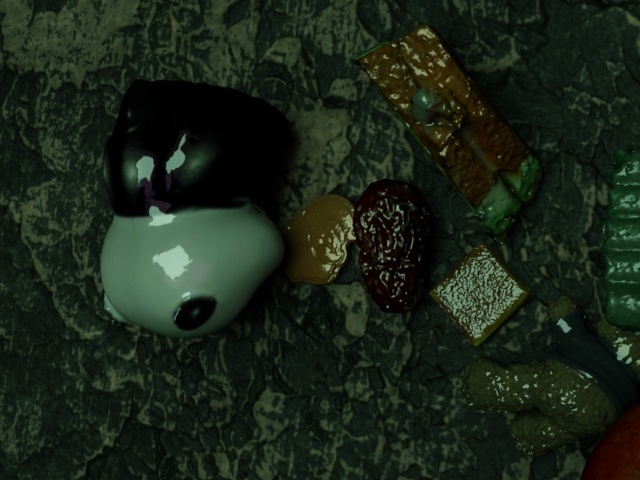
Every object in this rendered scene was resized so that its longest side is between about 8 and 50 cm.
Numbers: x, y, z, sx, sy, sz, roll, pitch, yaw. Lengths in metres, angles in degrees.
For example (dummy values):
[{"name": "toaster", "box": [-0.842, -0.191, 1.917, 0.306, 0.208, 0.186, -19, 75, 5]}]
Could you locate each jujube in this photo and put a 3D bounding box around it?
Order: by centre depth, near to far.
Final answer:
[{"name": "jujube", "box": [0.087, 0.006, 1.571, 0.104, 0.104, 0.165, 8, 98, 27]}]

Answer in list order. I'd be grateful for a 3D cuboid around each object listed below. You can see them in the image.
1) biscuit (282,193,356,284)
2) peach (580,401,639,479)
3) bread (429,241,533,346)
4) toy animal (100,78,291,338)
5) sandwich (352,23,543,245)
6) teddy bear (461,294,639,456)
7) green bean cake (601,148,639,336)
[{"name": "biscuit", "box": [0.000, 0.000, 1.656, 0.130, 0.019, 0.102, -49, 65, 15]}, {"name": "peach", "box": [0.383, 0.267, 1.292, 0.245, 0.275, 0.248, -2, 77, 23]}, {"name": "bread", "box": [0.195, 0.066, 1.541, 0.094, 0.035, 0.090, -46, 67, 14]}, {"name": "toy animal", "box": [-0.174, -0.030, 1.634, 0.251, 0.251, 0.309, 1, 79, 27]}, {"name": "sandwich", "box": [0.149, -0.158, 1.508, 0.109, 0.212, 0.292, -37, 55, 3]}, {"name": "teddy bear", "box": [0.295, 0.162, 1.428, 0.251, 0.129, 0.182, -35, 106, 15]}, {"name": "green bean cake", "box": [0.370, 0.010, 1.364, 0.107, 0.193, 0.208, 1, 80, 25]}]
